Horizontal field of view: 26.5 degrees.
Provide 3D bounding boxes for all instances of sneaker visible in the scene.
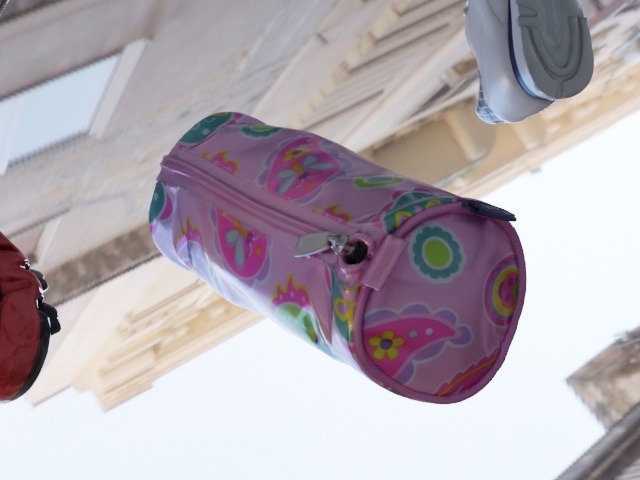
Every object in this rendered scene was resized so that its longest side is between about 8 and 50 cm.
[{"bbox_3d":[-0.274,-0.013,0.872,0.135,0.098,0.276,9,-142,-44],"label":"sneaker"},{"bbox_3d":[0.148,-0.208,1.060,0.090,0.095,0.235,9,-107,-25],"label":"sneaker"}]

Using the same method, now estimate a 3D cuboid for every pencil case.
[{"bbox_3d":[0.000,0.000,0.815,0.124,0.284,0.124,-9,-71,-28],"label":"pencil case"}]

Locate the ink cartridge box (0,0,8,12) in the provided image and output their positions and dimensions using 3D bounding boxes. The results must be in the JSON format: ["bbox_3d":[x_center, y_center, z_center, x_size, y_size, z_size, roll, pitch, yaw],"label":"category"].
[{"bbox_3d":[-0.286,-0.236,0.726,0.197,0.114,0.273,17,-156,-49],"label":"ink cartridge box"}]
